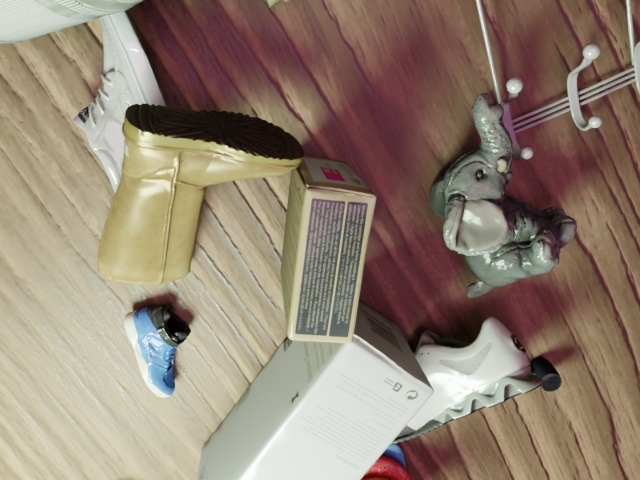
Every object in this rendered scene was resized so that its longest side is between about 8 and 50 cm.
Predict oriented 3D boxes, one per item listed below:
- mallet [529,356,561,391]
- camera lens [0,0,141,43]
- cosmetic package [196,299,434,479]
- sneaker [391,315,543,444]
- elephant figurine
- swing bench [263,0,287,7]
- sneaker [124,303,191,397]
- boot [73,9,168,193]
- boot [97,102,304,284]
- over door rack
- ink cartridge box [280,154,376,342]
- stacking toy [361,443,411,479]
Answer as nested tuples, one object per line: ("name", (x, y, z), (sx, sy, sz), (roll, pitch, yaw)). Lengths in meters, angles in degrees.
("mallet", (0.311, 0.227, 0.966), (0.189, 0.062, 0.039), (0, 106, 10))
("camera lens", (-0.303, -0.341, 0.590), (0.274, 0.219, 0.220), (-2, 110, 27))
("cosmetic package", (-0.027, 0.280, 0.852), (0.156, 0.217, 0.385), (36, 98, -15))
("sneaker", (0.175, 0.231, 0.915), (0.330, 0.122, 0.146), (-31, 73, 20))
("elephant figurine", (0.232, -0.054, 0.812), (0.239, 0.169, 0.186), (38, 74, -15))
("swing bench", (-0.023, -0.457, 0.652), (0.253, 0.165, 0.255), (-34, 107, 4))
("sneaker", (-0.239, 0.172, 0.877), (0.084, 0.058, 0.152), (-16, 101, 8))
("boot", (-0.272, -0.186, 0.744), (0.123, 0.095, 0.259), (-20, 109, -7))
("boot", (-0.171, -0.048, 0.767), (0.236, 0.089, 0.270), (8, 133, -19))
("over door rack", (0.336, -0.300, 0.766), (0.239, 0.108, 0.324), (-24, 108, 1))
("ink cartridge box", (0.000, 0.000, 0.757), (0.088, 0.235, 0.193), (6, 107, -8))
("stacking toy", (0.089, 0.472, 0.873), (0.165, 0.302, 0.175), (-7, 107, -3))
